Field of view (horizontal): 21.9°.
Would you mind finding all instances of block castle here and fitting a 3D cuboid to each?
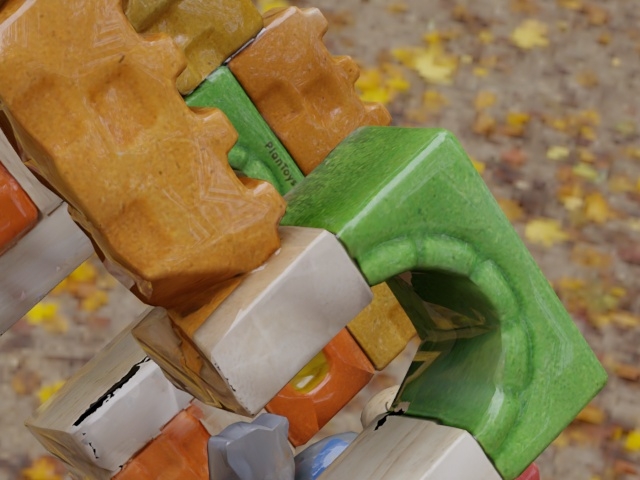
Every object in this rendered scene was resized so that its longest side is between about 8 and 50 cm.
[{"bbox_3d":[0.000,0.000,0.629,0.213,0.453,0.303,-43,21,-21],"label":"block castle"}]
